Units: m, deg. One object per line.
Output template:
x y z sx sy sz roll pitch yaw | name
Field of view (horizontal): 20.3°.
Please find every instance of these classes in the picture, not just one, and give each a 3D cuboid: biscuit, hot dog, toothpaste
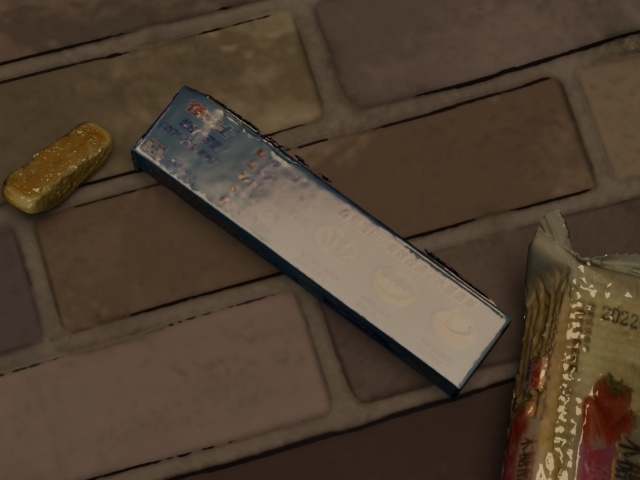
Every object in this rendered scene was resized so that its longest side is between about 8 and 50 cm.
0.190 0.152 1.151 0.186 0.079 0.309 17 71 -13 | biscuit
-0.178 -0.045 1.212 0.030 0.034 0.090 37 55 17 | hot dog
0.000 0.000 1.204 0.272 0.053 0.066 36 78 6 | toothpaste
